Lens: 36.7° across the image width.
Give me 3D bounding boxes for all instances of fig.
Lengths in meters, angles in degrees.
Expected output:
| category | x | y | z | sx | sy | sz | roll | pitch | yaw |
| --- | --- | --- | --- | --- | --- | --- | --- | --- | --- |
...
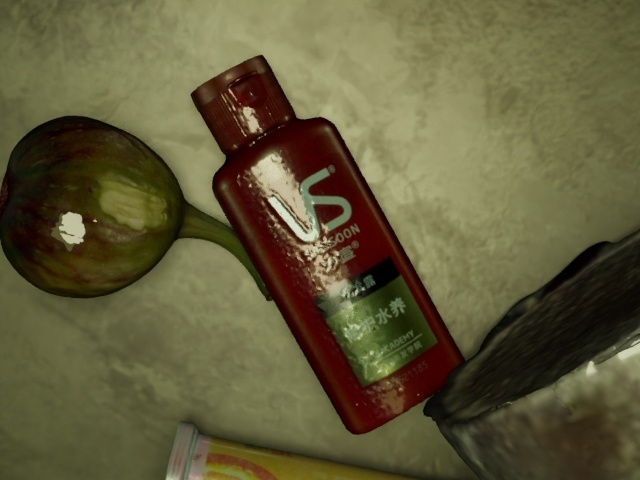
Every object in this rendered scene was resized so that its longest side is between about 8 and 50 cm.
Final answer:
| category | x | y | z | sx | sy | sz | roll | pitch | yaw |
| --- | --- | --- | --- | --- | --- | --- | --- | --- | --- |
| fig | -0.134 | -0.010 | 0.785 | 0.245 | 0.149 | 0.149 | 16 | 94 | -24 |

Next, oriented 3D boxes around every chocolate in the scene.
| category | x | y | z | sx | sy | sz | roll | pitch | yaw |
| --- | --- | --- | --- | --- | --- | --- | --- | --- | --- |
| chocolate | 0.255 | 0.119 | 0.693 | 0.303 | 0.303 | 0.213 | -35 | 91 | 2 |

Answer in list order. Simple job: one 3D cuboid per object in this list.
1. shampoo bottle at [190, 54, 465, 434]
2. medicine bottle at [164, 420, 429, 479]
| category | x | y | z | sx | sy | sz | roll | pitch | yaw |
| --- | --- | --- | --- | --- | --- | --- | --- | --- | --- |
| shampoo bottle | 0.000 | 0.000 | 0.798 | 0.118 | 0.076 | 0.314 | -29 | 94 | -6 |
| medicine bottle | 0.081 | 0.243 | 0.806 | 0.426 | 0.108 | 0.108 | 11 | 94 | -2 |
